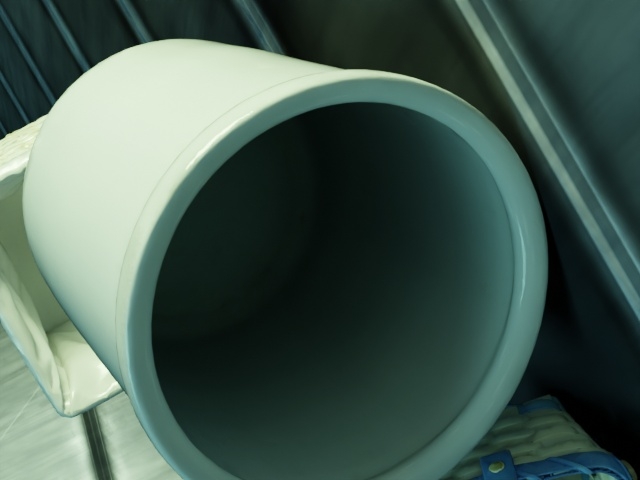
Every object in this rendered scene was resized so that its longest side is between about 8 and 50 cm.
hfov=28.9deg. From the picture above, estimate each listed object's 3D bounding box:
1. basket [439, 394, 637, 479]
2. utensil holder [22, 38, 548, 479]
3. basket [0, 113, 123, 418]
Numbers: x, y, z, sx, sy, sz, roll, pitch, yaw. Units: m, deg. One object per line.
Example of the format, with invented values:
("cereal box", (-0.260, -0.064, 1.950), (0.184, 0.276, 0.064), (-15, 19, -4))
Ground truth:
("basket", (0.172, 0.271, 0.963), (0.289, 0.201, 0.255), (-88, -20, -60))
("utensil holder", (-0.058, 0.001, 1.023), (0.385, 0.327, 0.328), (30, 146, 60))
("basket", (-0.289, -0.005, 1.636), (0.331, 0.328, 0.266), (66, 165, -19))
